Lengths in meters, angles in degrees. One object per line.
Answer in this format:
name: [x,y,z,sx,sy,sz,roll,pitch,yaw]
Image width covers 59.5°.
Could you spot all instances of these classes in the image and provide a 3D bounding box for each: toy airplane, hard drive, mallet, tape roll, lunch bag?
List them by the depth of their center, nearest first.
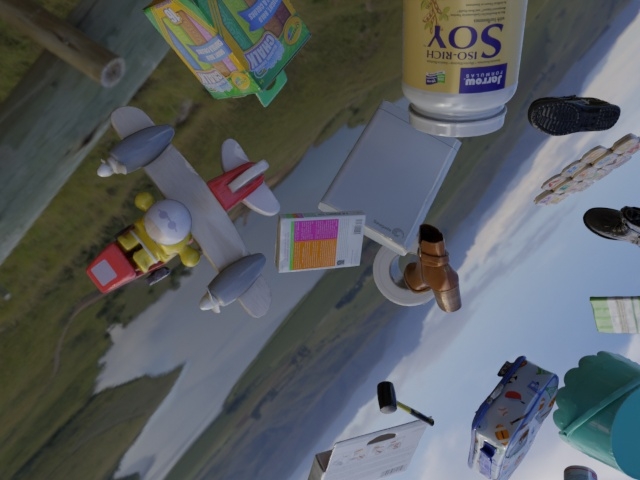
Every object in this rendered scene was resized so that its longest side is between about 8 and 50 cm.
toy airplane: [-0.262,-0.050,1.126,0.272,0.386,0.384,-126,-133,-86]
mallet: [0.186,0.356,1.212,0.039,0.190,0.062,-33,-134,27]
lunch bag: [0.426,0.415,1.272,0.243,0.115,0.303,-42,141,-25]
hard drive: [0.177,-0.163,1.367,0.353,0.233,0.047,-60,178,-25]
tape roll: [0.318,0.091,1.949,0.246,0.246,0.169,-53,170,16]

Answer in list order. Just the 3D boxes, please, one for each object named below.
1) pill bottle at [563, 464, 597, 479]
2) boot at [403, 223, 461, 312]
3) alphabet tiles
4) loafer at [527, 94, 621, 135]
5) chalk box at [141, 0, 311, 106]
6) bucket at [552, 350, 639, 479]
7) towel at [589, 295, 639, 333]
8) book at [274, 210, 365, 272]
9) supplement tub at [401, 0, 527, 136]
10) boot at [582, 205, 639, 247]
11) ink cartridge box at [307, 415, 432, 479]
pill bottle: [0.702,0.699,1.508,0.087,0.087,0.160,-57,-175,44]
boot: [0.210,0.036,1.096,0.073,0.152,0.197,-24,-157,-13]
alphabet tiles: [0.700,-0.176,1.461,0.278,0.021,0.284,0,148,-47]
loafer: [0.544,-0.279,1.231,0.078,0.220,0.080,-112,-153,-52]
chalk box: [-0.117,-0.293,0.806,0.132,0.213,0.132,9,-122,48]
bucket: [0.732,0.420,1.349,0.281,0.281,0.183,-51,-165,-5]
towel: [0.597,0.137,1.054,0.152,0.113,0.023,-4,-136,32]
book: [0.000,0.000,0.927,0.035,0.144,0.096,-122,-147,-58]
supplement tub: [0.286,-0.403,1.139,0.241,0.241,0.331,-45,139,-48]
boot: [0.817,-0.050,1.478,0.229,0.263,0.091,24,93,-55]
ink cartridge box: [0.118,0.517,1.381,0.275,0.060,0.238,-5,127,-26]
